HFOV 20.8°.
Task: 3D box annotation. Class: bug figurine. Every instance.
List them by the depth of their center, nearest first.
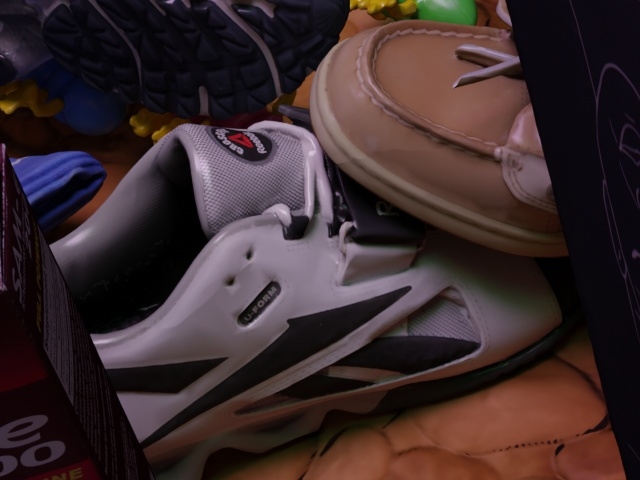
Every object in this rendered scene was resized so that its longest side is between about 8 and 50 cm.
[{"bbox_3d":[-0.035,-0.119,0.917,0.279,0.072,0.216,-39,44,-13],"label":"bug figurine"}]

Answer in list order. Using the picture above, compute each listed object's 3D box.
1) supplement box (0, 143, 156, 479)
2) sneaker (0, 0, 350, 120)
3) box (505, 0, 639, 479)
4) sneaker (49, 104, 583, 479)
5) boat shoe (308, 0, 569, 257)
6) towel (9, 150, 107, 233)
[{"bbox_3d":[-0.141,0.081,0.650,0.130,0.239,0.073,-14,48,2],"label":"supplement box"},{"bbox_3d":[-0.098,-0.142,0.837,0.283,0.110,0.122,11,50,34],"label":"sneaker"},{"bbox_3d":[0.194,-0.045,0.518,0.212,0.395,0.293,-18,24,-3],"label":"box"},{"bbox_3d":[0.000,0.000,0.756,0.330,0.146,0.122,-26,46,-11],"label":"sneaker"},{"bbox_3d":[0.139,-0.049,0.726,0.285,0.089,0.105,10,55,-12],"label":"boat shoe"},{"bbox_3d":[-0.299,-0.004,0.825,0.336,0.040,0.243,4,24,27],"label":"towel"}]
